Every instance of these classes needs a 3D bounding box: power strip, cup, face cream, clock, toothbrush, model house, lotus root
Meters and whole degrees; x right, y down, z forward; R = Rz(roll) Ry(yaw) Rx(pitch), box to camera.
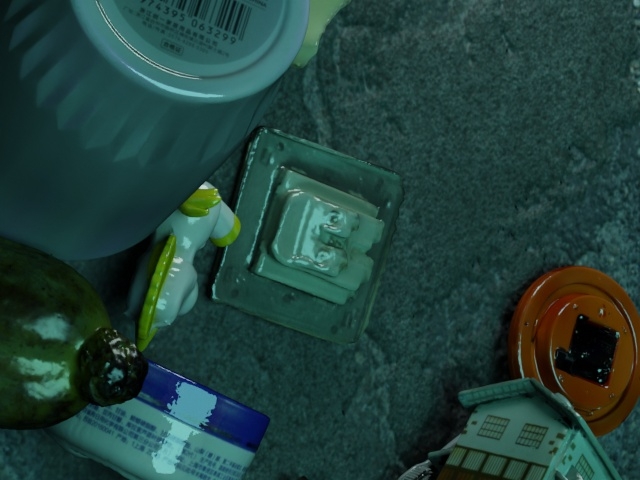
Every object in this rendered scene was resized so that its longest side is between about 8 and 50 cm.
[{"bbox_3d":[0.000,0.000,1.780,0.213,0.064,0.198,17,84,-34],"label":"power strip"},{"bbox_3d":[-0.170,-0.147,1.443,0.253,0.371,0.253,9,70,-24],"label":"cup"},{"bbox_3d":[-0.160,0.172,1.606,0.206,0.206,0.111,28,85,-33],"label":"face cream"},{"bbox_3d":[0.305,0.132,1.993,0.205,0.051,0.205,4,83,-34],"label":"clock"},{"bbox_3d":[0.194,0.208,1.961,0.286,0.025,0.020,-35,111,-27],"label":"toothbrush"},{"bbox_3d":[0.229,0.299,1.875,0.215,0.198,0.224,-58,134,-23],"label":"model house"},{"bbox_3d":[-0.300,0.084,1.487,0.309,0.173,0.173,15,87,2],"label":"lotus root"}]

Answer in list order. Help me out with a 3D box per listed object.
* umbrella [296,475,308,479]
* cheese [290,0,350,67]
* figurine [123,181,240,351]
[{"bbox_3d":[0.013,0.364,1.842,0.071,0.071,0.248,-34,109,-26],"label":"umbrella"},{"bbox_3d":[-0.057,-0.281,1.703,0.249,0.071,0.163,32,78,-32],"label":"cheese"},{"bbox_3d":[-0.149,0.022,1.646,0.109,0.129,0.178,23,85,-6],"label":"figurine"}]
